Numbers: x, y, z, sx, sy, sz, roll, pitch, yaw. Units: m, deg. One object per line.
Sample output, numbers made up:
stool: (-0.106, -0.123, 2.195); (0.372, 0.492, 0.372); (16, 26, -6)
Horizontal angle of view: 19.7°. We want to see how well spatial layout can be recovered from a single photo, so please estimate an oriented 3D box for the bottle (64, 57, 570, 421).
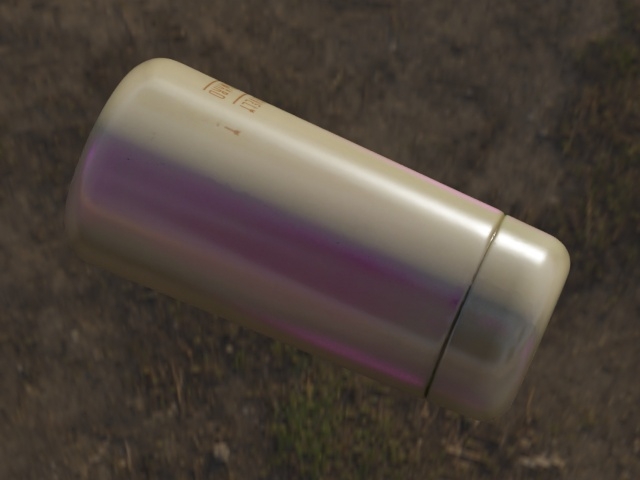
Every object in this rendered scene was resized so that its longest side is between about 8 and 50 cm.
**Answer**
bottle: (0.000, 0.000, 0.370); (0.096, 0.045, 0.045); (23, 66, 7)
